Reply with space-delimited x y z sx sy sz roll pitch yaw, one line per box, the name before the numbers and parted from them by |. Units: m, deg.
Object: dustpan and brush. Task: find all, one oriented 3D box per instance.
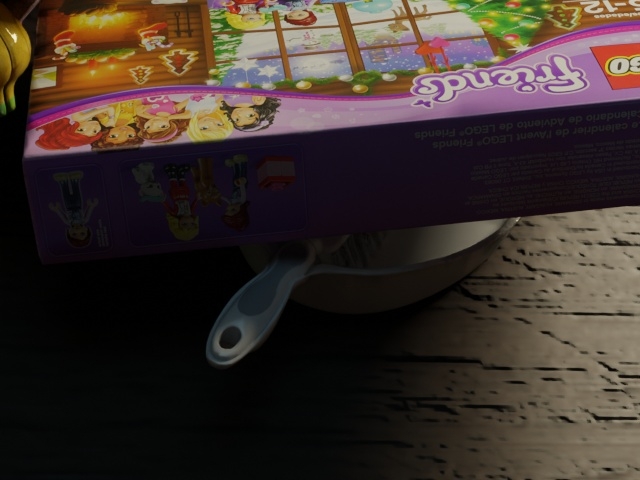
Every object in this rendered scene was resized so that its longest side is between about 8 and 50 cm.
dustpan and brush | 0.000 0.000 0.716 0.147 0.060 0.211 23 48 12

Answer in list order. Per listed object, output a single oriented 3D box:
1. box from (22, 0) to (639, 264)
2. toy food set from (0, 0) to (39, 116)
box | 0.015 -0.079 0.736 0.293 0.057 0.201 -6 33 -4
toy food set | -0.178 -0.086 0.732 0.128 0.071 0.218 -33 19 -27
